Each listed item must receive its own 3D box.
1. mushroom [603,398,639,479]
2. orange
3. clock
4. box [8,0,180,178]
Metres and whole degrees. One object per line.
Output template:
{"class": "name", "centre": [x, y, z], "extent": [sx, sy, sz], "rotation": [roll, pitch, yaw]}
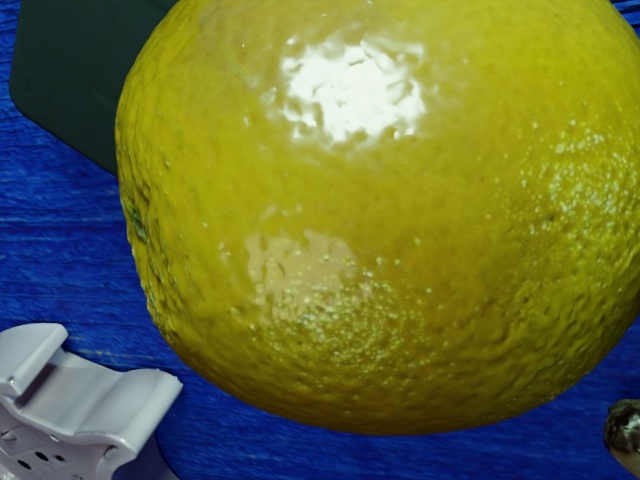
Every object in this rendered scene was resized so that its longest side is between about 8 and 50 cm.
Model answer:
{"class": "mushroom", "centre": [0.246, 0.169, 0.614], "extent": [0.217, 0.148, 0.227], "rotation": [28, 120, 44]}
{"class": "orange", "centre": [0.032, -0.026, 0.475], "extent": [0.236, 0.236, 0.236], "rotation": [21, 142, 18]}
{"class": "clock", "centre": [-0.204, 0.192, 1.028], "extent": [0.275, 0.080, 0.290], "rotation": [44, 144, -13]}
{"class": "box", "centre": [-0.091, -0.114, 0.620], "extent": [0.160, 0.050, 0.230], "rotation": [34, 143, 2]}
